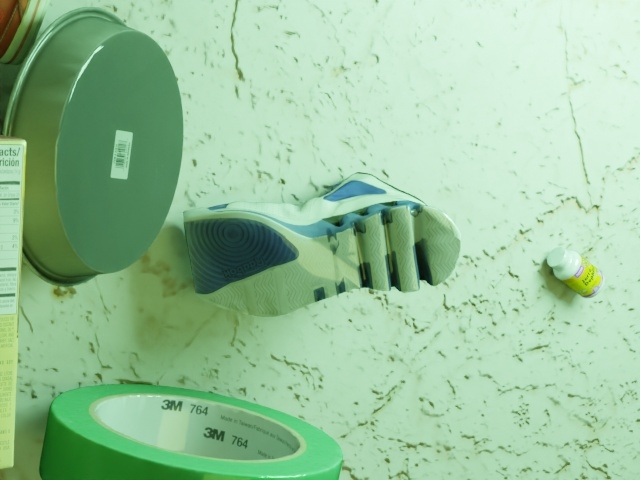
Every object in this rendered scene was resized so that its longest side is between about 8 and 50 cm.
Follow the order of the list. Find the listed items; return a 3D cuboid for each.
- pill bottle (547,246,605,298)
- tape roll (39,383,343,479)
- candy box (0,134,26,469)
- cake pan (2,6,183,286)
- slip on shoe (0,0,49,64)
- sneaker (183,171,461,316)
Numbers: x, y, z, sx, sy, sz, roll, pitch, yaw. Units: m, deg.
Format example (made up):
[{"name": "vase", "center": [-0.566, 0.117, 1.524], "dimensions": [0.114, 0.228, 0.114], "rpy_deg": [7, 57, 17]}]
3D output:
[{"name": "pill bottle", "center": [0.342, 0.041, 2.059], "dimensions": [0.083, 0.043, 0.043], "rpy_deg": [34, 84, -32]}, {"name": "tape roll", "center": [-0.139, 0.236, 1.658], "dimensions": [0.321, 0.321, 0.077], "rpy_deg": [7, 99, -32]}, {"name": "candy box", "center": [-0.368, 0.051, 1.477], "dimensions": [0.087, 0.183, 0.316], "rpy_deg": [-3, 99, -40]}, {"name": "cake pan", "center": [-0.226, -0.093, 1.587], "dimensions": [0.293, 0.054, 0.293], "rpy_deg": [9, 90, -67]}, {"name": "slip on shoe", "center": [-0.304, -0.344, 1.539], "dimensions": [0.101, 0.123, 0.331], "rpy_deg": [14, 100, -29]}, {"name": "sneaker", "center": [0.001, 0.000, 1.803], "dimensions": [0.315, 0.182, 0.127], "rpy_deg": [-4, 104, 0]}]
